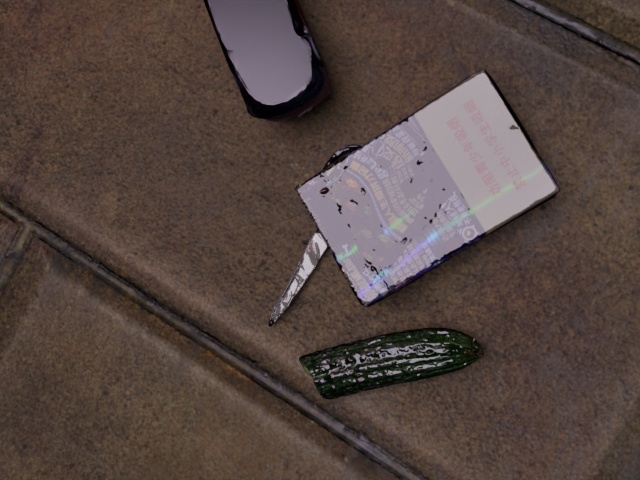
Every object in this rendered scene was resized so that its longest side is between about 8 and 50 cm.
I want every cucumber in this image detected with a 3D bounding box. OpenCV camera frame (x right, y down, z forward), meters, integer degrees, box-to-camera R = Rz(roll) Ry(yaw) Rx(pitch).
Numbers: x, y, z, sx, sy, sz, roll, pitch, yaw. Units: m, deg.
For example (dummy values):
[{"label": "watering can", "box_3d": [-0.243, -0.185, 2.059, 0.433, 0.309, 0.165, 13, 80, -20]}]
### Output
[{"label": "cucumber", "box_3d": [0.095, 0.167, 1.202, 0.265, 0.077, 0.077, -16, 85, 12]}]

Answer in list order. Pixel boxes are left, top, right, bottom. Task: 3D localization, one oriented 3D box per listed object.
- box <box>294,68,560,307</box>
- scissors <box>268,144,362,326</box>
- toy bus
[{"label": "box", "box_3d": [0.146, -0.068, 1.169, 0.310, 0.084, 0.198, -31, 85, 9]}, {"label": "scissors", "box_3d": [0.000, 0.000, 1.249, 0.109, 0.022, 0.300, 33, 95, 12]}, {"label": "toy bus", "box_3d": [-0.083, -0.315, 1.212, 0.127, 0.147, 0.303, -24, 84, 10]}]
